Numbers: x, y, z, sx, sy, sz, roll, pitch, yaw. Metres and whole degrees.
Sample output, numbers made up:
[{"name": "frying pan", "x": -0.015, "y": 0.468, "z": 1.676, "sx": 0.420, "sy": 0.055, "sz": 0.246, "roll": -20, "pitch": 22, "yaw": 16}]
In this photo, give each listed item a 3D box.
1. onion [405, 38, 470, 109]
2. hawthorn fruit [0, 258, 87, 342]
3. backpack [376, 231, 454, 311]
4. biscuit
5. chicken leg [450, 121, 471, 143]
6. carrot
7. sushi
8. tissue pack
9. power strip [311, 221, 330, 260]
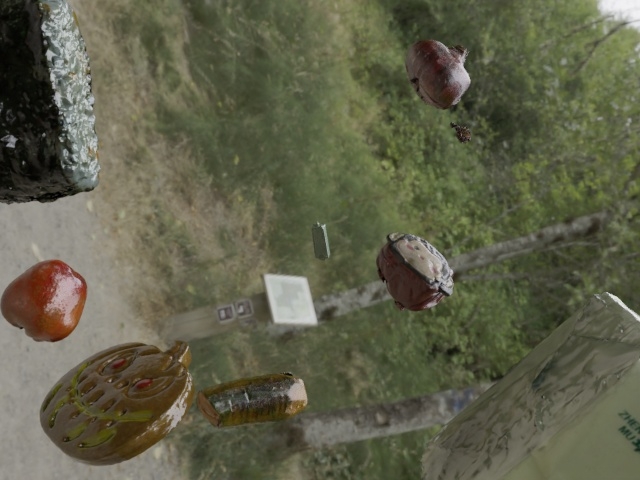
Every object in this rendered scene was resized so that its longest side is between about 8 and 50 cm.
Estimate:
[{"name": "onion", "x": 0.258, "y": -0.398, "z": 1.489, "sx": 0.098, "sy": 0.151, "sz": 0.206, "roll": 32, "pitch": 18, "yaw": -41}, {"name": "hawthorn fruit", "x": -0.469, "y": 0.102, "z": 1.136, "sx": 0.133, "sy": 0.137, "sz": 0.133, "roll": 32, "pitch": -3, "yaw": 2}, {"name": "backpack", "x": 0.251, "y": 0.080, "z": 1.702, "sx": 0.139, "sy": 0.229, "sz": 0.229, "roll": -53, "pitch": -151, "yaw": 30}, {"name": "biscuit", "x": -0.431, "y": 0.323, "z": 1.426, "sx": 0.394, "sy": 0.350, "sz": 0.070, "roll": 8, "pitch": -53, "yaw": 44}, {"name": "chicken leg", "x": 0.343, "y": -0.263, "z": 1.592, "sx": 0.021, "sy": 0.036, "sz": 0.083, "roll": 82, "pitch": -5, "yaw": -46}, {"name": "carrot", "x": -0.109, "y": 0.262, "z": 1.067, "sx": 0.082, "sy": 0.173, "sz": 0.082, "roll": 172, "pitch": -90, "yaw": -66}, {"name": "sushi", "x": -0.307, "y": -0.153, "z": 0.698, "sx": 0.136, "sy": 0.126, "sz": 0.225, "roll": 100, "pitch": -25, "yaw": -77}, {"name": "tissue pack", "x": 0.327, "y": 0.290, "z": 0.661, "sx": 0.380, "sy": 0.297, "sz": 0.207, "roll": 43, "pitch": 14, "yaw": 0}, {"name": "power strip", "x": 0.000, "y": 0.000, "z": 1.232, "sx": 0.017, "sy": 0.027, "sz": 0.083, "roll": -71, "pitch": 158, "yaw": -55}]
